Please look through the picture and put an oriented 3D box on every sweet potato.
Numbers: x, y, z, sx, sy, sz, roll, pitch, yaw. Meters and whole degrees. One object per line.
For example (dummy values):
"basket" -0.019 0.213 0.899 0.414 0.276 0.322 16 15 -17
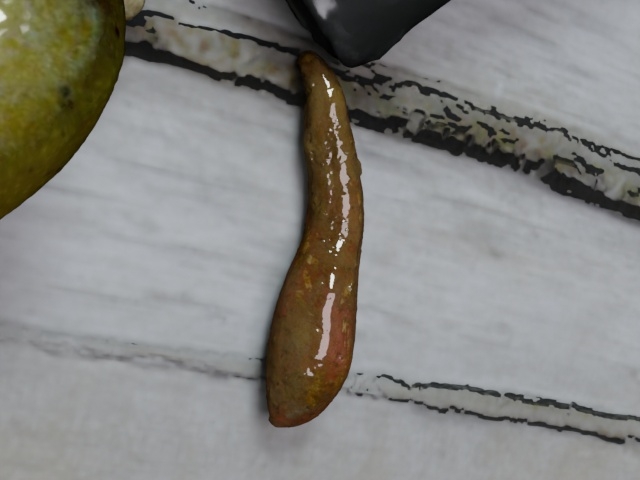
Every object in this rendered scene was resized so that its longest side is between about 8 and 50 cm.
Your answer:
"sweet potato" 0.000 0.000 0.604 0.050 0.050 0.214 8 86 -27

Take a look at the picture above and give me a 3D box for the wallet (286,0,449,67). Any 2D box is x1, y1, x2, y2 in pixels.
"wallet" 0.123 -0.289 0.559 0.406 0.062 0.228 -34 113 -1

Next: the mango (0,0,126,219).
"mango" -0.242 -0.056 0.402 0.330 0.175 0.176 -1 126 -27

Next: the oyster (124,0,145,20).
"oyster" -0.114 -0.254 0.468 0.166 0.094 0.294 20 107 -11
